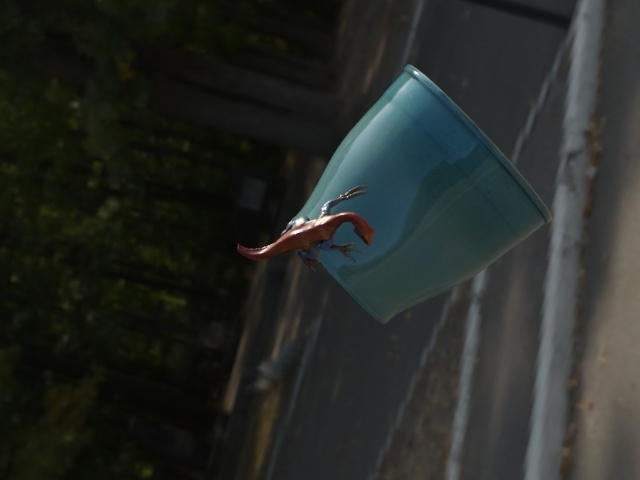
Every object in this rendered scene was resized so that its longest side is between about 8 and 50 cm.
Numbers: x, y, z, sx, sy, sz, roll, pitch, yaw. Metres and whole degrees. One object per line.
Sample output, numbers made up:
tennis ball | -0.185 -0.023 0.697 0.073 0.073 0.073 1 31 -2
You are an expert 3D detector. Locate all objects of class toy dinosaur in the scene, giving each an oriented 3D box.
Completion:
toy dinosaur | 0.000 0.000 0.938 0.047 0.090 0.082 65 161 2

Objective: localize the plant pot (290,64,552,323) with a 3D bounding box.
plant pot | 0.111 -0.040 1.771 0.255 0.272 0.271 -43 5 2
